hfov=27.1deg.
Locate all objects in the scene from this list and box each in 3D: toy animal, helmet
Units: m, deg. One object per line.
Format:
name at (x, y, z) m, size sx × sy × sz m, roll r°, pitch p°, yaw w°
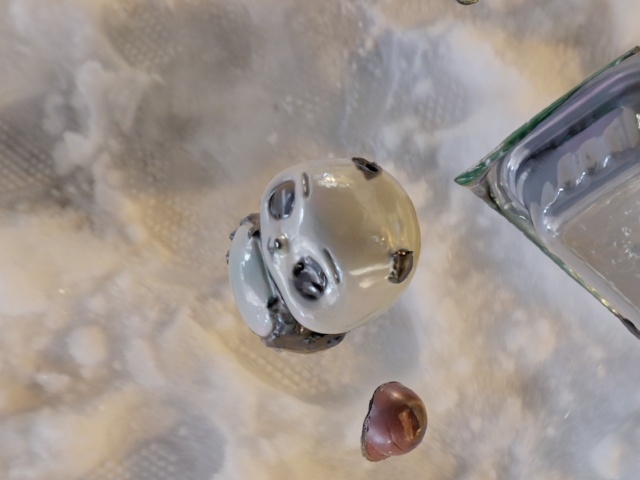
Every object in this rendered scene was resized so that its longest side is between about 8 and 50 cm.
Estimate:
toy animal at (0.000, 0.000, 1.096) m, size 0.138 × 0.179 × 0.166 m, roll -14°, pitch 77°, yaw -23°
helmet at (0.078, 0.184, 1.298) m, size 0.049 × 0.065 × 0.084 m, roll 17°, pitch 98°, yaw 47°

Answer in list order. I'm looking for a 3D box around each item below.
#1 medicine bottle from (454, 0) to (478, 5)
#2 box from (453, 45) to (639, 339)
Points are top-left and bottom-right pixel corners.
medicine bottle at (0.077, -0.276, 1.224) m, size 0.051 × 0.051 × 0.191 m, roll -48°, pitch 54°, yaw -3°
box at (0.342, -0.014, 1.355) m, size 0.336 × 0.106 × 0.264 m, roll 39°, pitch 124°, yaw -24°
